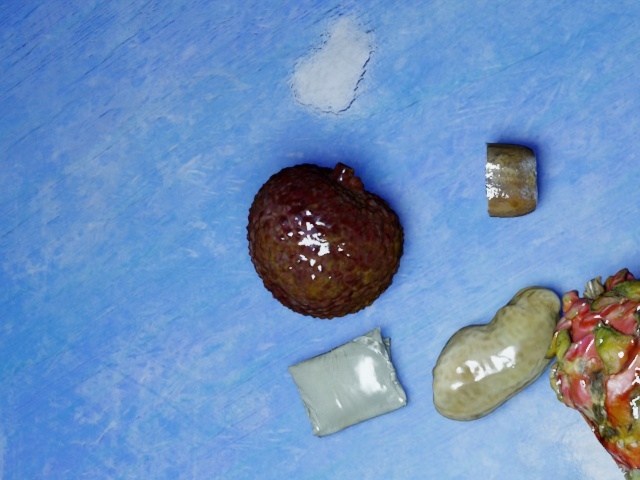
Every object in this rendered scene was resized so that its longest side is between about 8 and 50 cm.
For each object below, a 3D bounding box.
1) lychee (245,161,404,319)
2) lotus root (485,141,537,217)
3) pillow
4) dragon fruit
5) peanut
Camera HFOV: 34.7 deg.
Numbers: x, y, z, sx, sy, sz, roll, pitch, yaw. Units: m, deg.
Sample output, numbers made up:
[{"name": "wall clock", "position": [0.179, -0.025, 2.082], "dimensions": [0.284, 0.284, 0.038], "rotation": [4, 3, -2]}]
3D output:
[{"name": "lychee", "position": [0.000, 0.000, 1.636], "dimensions": [0.261, 0.260, 0.260], "rotation": [-3, 80, 19]}, {"name": "lotus root", "position": [0.297, -0.097, 1.622], "dimensions": [0.081, 0.112, 0.122], "rotation": [-3, 91, 5]}, {"name": "pillow", "position": [0.042, 0.236, 1.669], "dimensions": [0.181, 0.078, 0.134], "rotation": [-23, 74, 16]}, {"name": "dragon fruit", "position": [0.453, 0.180, 1.454], "dimensions": [0.263, 0.314, 0.296], "rotation": [20, 112, 37]}, {"name": "peanut", "position": [0.272, 0.174, 1.577], "dimensions": [0.253, 0.122, 0.137], "rotation": [-36, 61, 8]}]
